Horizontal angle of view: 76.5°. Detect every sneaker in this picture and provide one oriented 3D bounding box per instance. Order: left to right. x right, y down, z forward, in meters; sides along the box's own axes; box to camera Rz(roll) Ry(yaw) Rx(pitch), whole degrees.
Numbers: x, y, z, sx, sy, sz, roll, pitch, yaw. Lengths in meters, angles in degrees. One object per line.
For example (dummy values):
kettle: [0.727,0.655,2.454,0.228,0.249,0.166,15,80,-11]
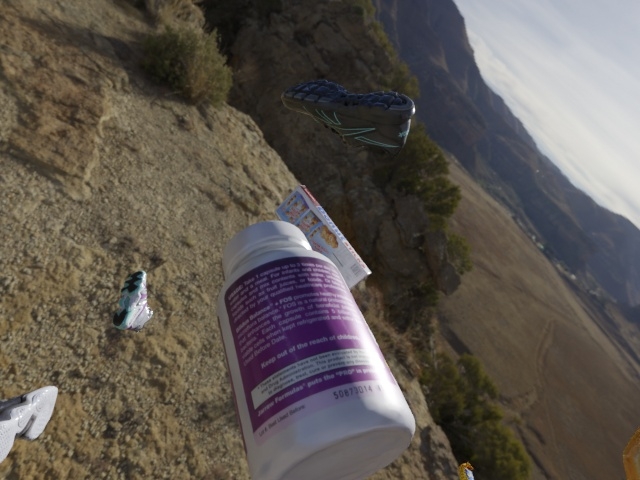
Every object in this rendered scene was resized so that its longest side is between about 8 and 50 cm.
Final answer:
sneaker: [-0.621,0.329,0.758,0.153,0.101,0.268,15,-3,-8]
sneaker: [-0.300,0.105,0.677,0.069,0.038,0.098,52,48,-57]
sneaker: [0.041,-0.231,0.769,0.268,0.106,0.101,21,48,24]

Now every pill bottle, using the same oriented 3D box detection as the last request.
pill bottle: [-0.029,0.116,0.482,0.169,0.169,0.301,22,29,-40]

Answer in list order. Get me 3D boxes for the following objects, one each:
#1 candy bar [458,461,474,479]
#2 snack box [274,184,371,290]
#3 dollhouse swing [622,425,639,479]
candy bar: [0.245,0.439,0.639,0.040,0.018,0.161,36,40,-41]
snack box: [0.000,0.000,0.630,0.178,0.064,0.022,54,24,16]
dollhouse swing: [0.451,0.222,0.324,0.305,0.346,0.315,31,-15,43]
